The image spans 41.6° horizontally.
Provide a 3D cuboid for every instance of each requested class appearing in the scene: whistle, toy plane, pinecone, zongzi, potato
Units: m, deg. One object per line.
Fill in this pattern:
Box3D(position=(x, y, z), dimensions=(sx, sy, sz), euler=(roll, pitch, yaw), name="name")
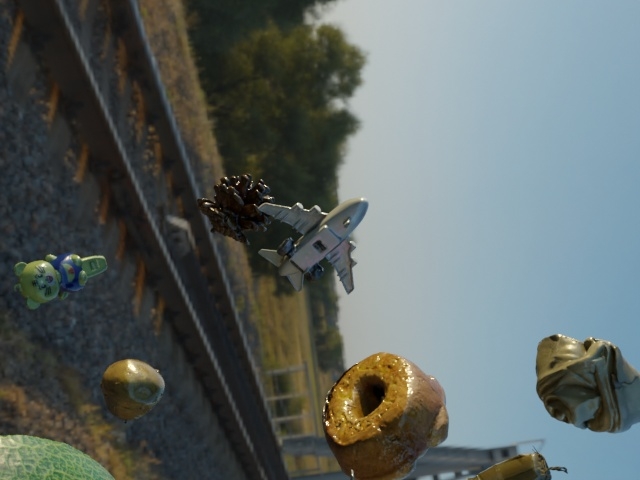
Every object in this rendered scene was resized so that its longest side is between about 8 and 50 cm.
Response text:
Box3D(position=(-0.569, 0.078, 1.855), dimensions=(0.085, 0.227, 0.105), euler=(-17, -89, 46), name="whistle")
Box3D(position=(-0.002, 0.003, 1.618), dimensions=(0.251, 0.255, 0.101), euler=(44, 33, -12), name="toy plane")
Box3D(position=(-0.203, -0.083, 2.110), dimensions=(0.179, 0.195, 0.150), euler=(40, -46, 21), name="pinecone")
Box3D(position=(0.367, 0.450, 1.542), dimensions=(0.178, 0.189, 0.081), euler=(45, 19, -53), name="zongzi")
Box3D(position=(-0.406, 0.317, 1.824), dimensions=(0.176, 0.137, 0.137), euler=(132, -44, -54), name="potato")

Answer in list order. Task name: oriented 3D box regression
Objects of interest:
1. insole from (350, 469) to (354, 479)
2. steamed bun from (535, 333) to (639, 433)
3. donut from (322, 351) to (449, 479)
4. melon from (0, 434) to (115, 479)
Box3D(position=(0.050, 0.438, 1.345), dimensions=(0.065, 0.004, 0.197), euler=(-94, -177, -55), name="insole")
Box3D(position=(0.488, 0.279, 1.558), dimensions=(0.218, 0.144, 0.211), euler=(47, -22, -5), name="steamed bun")
Box3D(position=(0.137, 0.390, 1.866), dimensions=(0.150, 0.299, 0.317), euler=(51, -26, -23), name="donut")
Box3D(position=(-0.465, 0.454, 1.270), dimensions=(0.343, 0.226, 0.331), euler=(55, 38, -46), name="melon")
